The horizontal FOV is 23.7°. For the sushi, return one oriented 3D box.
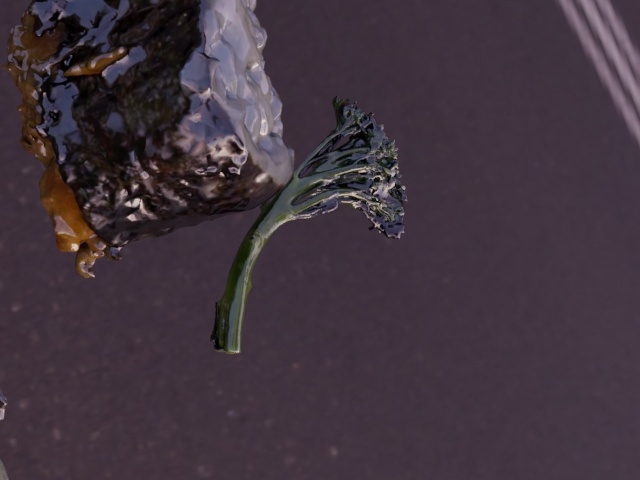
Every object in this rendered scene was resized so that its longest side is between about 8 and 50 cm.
[{"bbox_3d":[-0.151,-0.171,1.215,0.234,0.207,0.349,54,22,-57],"label":"sushi"}]

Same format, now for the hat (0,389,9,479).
[{"bbox_3d":[-0.327,0.201,1.211,0.130,0.257,0.257,55,35,-20],"label":"hat"}]

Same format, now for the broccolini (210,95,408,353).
[{"bbox_3d":[-0.005,0.005,1.317,0.123,0.062,0.271,40,61,-12],"label":"broccolini"}]
